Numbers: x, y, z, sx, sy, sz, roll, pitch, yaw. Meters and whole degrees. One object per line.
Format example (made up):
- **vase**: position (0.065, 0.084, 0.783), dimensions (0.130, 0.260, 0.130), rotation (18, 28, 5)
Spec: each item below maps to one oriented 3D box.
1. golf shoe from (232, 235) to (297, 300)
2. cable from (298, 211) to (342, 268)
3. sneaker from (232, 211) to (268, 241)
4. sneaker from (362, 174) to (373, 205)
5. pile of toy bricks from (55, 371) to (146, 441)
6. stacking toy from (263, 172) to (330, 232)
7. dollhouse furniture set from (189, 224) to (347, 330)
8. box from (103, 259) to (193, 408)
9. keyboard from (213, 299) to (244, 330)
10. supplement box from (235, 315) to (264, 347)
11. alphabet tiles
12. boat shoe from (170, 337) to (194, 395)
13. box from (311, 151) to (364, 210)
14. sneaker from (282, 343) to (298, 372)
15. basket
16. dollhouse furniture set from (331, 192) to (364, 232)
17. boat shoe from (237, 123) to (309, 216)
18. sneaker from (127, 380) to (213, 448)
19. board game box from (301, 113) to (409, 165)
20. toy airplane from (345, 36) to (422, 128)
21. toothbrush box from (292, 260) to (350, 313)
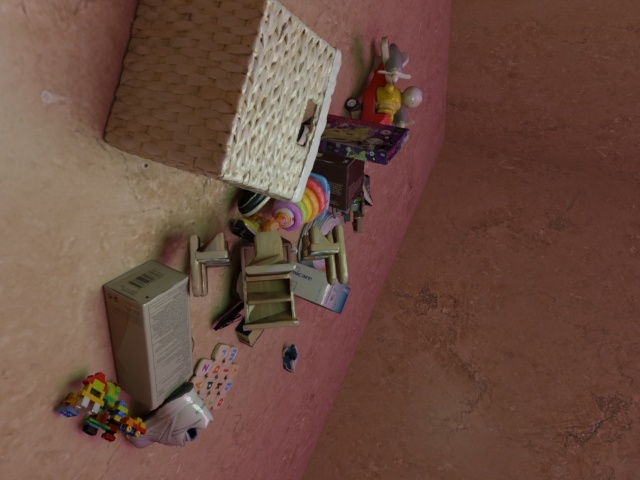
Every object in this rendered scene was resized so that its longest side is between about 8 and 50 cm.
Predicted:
- **golf shoe**: position (-0.187, 0.090, 1.428), dimensions (0.273, 0.120, 0.105), rotation (-57, 157, -27)
- **cable**: position (0.000, 0.000, 1.840), dimensions (0.257, 0.089, 0.257), rotation (-68, 159, -6)
- **sneaker**: position (-0.206, -0.047, 1.335), dimensions (0.208, 0.081, 0.094), rotation (41, 62, -73)
- **sneaker**: position (0.209, -0.256, 2.115), dimensions (0.300, 0.111, 0.121), rotation (49, 58, -68)
- **pile of toy bricks**: position (-0.489, 0.370, 0.985), dimensions (0.105, 0.118, 0.212), rotation (-89, 159, -44)
- **stacking toy**: position (-0.097, -0.097, 1.387), dimensions (0.302, 0.165, 0.175), rotation (-50, 151, -53)
- **dollhouse furniture set**: position (-0.140, 0.122, 1.181), dimensions (0.394, 0.361, 0.257), rotation (142, -57, -79)
- **box**: position (-0.396, 0.223, 1.023), dimensions (0.148, 0.121, 0.311), rotation (-38, 142, -55)
- **keyboard**: position (-0.268, 0.238, 1.409), dimensions (0.100, 0.038, 0.192), rotation (-47, 175, 37)
- **supplement box**: position (-0.252, 0.319, 1.545), dimensions (0.083, 0.056, 0.083), rotation (-55, 153, -36)
- **alphabet tiles**: position (-0.369, 0.485, 1.452), dimensions (0.284, 0.021, 0.278), rotation (-66, 158, -11)
- **boat shoe**: position (-0.403, 0.350, 1.205), dimensions (0.060, 0.064, 0.178), rotation (4, 98, -63)
- **box**: position (0.063, -0.254, 1.669), dimensions (0.167, 0.168, 0.203), rotation (-50, 151, -42)
- **sneaker**: position (-0.133, 0.530, 2.017), dimensions (0.083, 0.071, 0.191), rotation (-58, 165, -45)
- **basket**: position (-0.187, -0.280, 0.846), dimensions (0.266, 0.331, 0.329), rotation (6, 102, -62)
- **dollhouse furniture set**: position (0.112, -0.105, 1.795), dimensions (0.129, 0.129, 0.184), rotation (-96, -178, -52)
- **boat shoe**: position (-0.159, -0.230, 1.241), dimensions (0.113, 0.127, 0.340), rotation (42, 74, -36)
- **sneaker**: position (-0.395, 0.487, 1.122), dimensions (0.297, 0.129, 0.111), rotation (-40, 180, 31)
- **board game box**: position (0.095, -0.343, 1.427), dimensions (0.208, 0.346, 0.056), rotation (-46, 145, -48)
- **toy airplane**: position (0.296, -0.623, 1.781), dimensions (0.386, 0.272, 0.385), rotation (-36, 140, -55)
- **toothbrush box**: position (-0.023, 0.193, 1.776), dimensions (0.126, 0.216, 0.295), rotation (-67, 159, -10)
